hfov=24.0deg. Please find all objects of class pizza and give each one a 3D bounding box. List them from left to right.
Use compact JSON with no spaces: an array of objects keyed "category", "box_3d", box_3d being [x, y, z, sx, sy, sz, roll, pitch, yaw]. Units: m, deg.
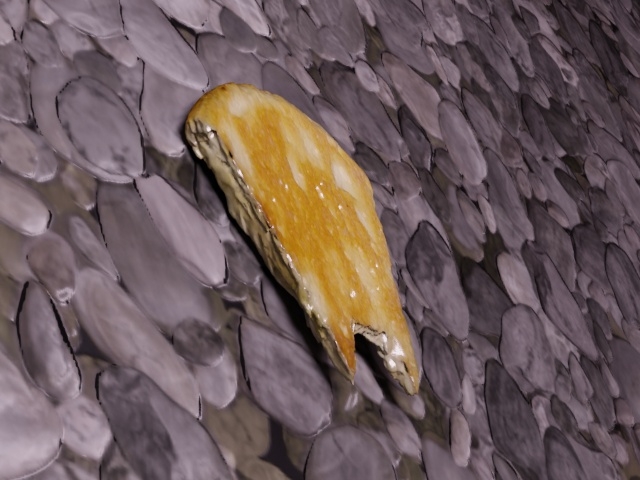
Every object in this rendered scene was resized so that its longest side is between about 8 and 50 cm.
[{"category":"pizza","box_3d":[0.000,0.000,1.094,0.181,0.034,0.262,-8,68,-59]}]
